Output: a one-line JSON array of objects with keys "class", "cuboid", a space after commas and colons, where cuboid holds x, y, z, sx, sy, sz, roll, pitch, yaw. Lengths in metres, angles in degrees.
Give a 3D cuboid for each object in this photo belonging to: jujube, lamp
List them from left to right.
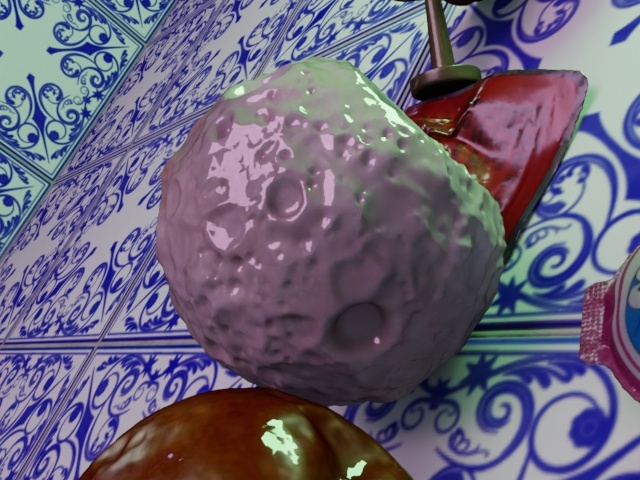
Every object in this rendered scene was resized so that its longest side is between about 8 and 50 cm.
[{"class": "jujube", "cuboid": [-0.075, 0.231, 0.503, 0.318, 0.223, 0.223, -49, 25, 23]}, {"class": "lamp", "cuboid": [0.108, -0.254, 0.874, 0.121, 0.121, 0.215, -16, 79, 50]}]

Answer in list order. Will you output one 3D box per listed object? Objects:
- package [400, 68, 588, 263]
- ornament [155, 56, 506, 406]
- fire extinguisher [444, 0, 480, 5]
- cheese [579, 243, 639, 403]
[{"class": "package", "cuboid": [0.100, -0.072, 0.794, 0.269, 0.071, 0.194, 9, 77, 57]}, {"class": "ornament", "cuboid": [0.000, 0.000, 0.640, 0.225, 0.259, 0.259, -48, 26, 11]}, {"class": "fire extinguisher", "cuboid": [0.225, -0.324, 0.873, 0.269, 0.104, 0.105, -7, 50, 54]}, {"class": "cheese", "cuboid": [0.246, 0.027, 0.430, 0.244, 0.062, 0.155, -11, 47, 37]}]
